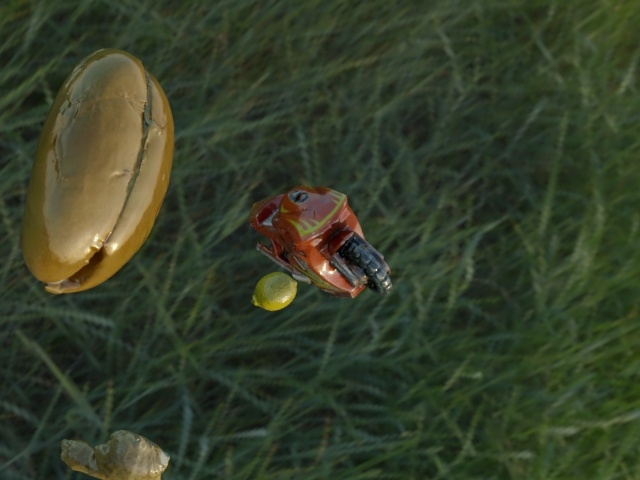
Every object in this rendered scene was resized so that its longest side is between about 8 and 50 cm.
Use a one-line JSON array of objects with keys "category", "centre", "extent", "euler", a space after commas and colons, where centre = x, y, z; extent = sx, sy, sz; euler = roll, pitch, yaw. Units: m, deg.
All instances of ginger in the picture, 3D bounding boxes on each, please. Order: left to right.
[{"category": "ginger", "centre": [-0.307, 0.316, 2.109], "extent": [0.165, 0.096, 0.067], "euler": [10, 40, 5]}]

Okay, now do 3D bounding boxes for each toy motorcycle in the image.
[{"category": "toy motorcycle", "centre": [0.000, 0.002, 1.780], "extent": [0.171, 0.298, 0.089], "euler": [43, 78, -13]}]

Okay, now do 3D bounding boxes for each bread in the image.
[{"category": "bread", "centre": [-0.158, -0.051, 1.054], "extent": [0.114, 0.077, 0.189], "euler": [38, 61, -59]}]

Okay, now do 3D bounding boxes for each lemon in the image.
[{"category": "lemon", "centre": [-0.077, 0.085, 2.374], "extent": [0.083, 0.062, 0.062], "euler": [-24, 80, -6]}]
